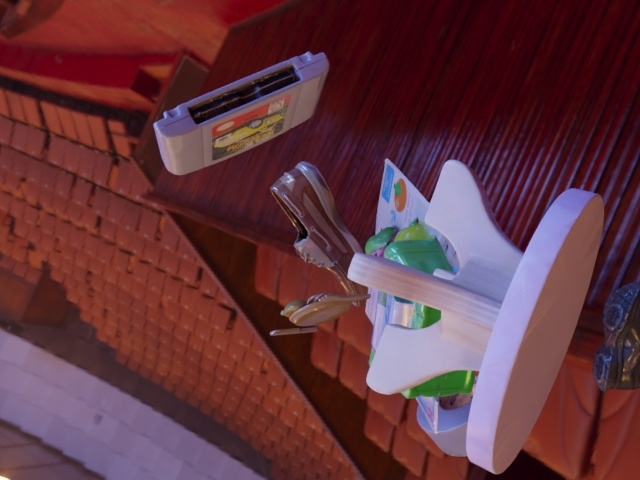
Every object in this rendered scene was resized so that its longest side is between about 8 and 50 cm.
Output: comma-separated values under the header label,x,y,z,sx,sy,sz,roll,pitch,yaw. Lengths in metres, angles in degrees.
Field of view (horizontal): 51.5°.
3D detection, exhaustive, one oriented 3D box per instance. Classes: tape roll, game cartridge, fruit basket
label,x,y,z,sx,sy,sz,roll,pitch,yaw
tape roll,0.295,0.310,1.285,0.072,0.219,0.219,50,170,-12
game cartridge,-0.129,-0.205,1.110,0.060,0.294,0.196,63,167,4
fruit basket,0.132,0.076,1.076,0.166,0.326,0.353,-5,-151,-19

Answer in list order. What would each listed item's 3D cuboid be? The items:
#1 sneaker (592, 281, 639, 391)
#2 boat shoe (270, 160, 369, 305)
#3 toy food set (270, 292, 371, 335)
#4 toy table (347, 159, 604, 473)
label,x,y,z,sx,sy,sz,roll,pitch,yaw
sneaker,0.752,0.234,1.601,0.130,0.286,0.109,6,-159,0
boat shoe,0.000,0.000,1.374,0.324,0.117,0.123,62,166,-4
toy food set,-0.004,0.125,1.252,0.133,0.038,0.192,3,152,-40
toy table,0.152,0.065,0.657,0.161,0.274,0.252,22,174,34
